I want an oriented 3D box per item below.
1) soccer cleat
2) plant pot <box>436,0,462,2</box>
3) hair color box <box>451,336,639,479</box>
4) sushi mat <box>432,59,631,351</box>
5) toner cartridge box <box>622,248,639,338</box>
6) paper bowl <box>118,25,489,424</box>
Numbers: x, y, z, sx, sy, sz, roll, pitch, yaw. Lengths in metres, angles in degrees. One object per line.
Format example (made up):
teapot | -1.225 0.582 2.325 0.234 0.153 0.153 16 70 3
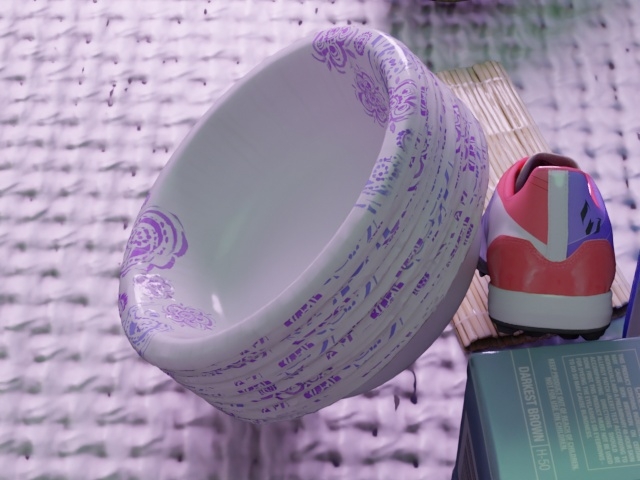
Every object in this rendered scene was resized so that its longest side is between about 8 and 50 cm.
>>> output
soccer cleat | 0.168 -0.015 1.166 0.108 0.116 0.318 4 10 5
plant pot | 0.143 -0.390 1.545 0.275 0.275 0.293 14 67 13
hair color box | 0.287 0.150 1.080 0.374 0.185 0.113 -5 55 -3
sushi mat | 0.143 -0.039 1.368 0.151 0.019 0.316 -13 50 -11
toner cartridge box | 0.312 0.001 1.110 0.165 0.348 0.075 10 50 10
paper bowl | 0.000 0.000 1.129 0.284 0.148 0.284 -31 37 27
